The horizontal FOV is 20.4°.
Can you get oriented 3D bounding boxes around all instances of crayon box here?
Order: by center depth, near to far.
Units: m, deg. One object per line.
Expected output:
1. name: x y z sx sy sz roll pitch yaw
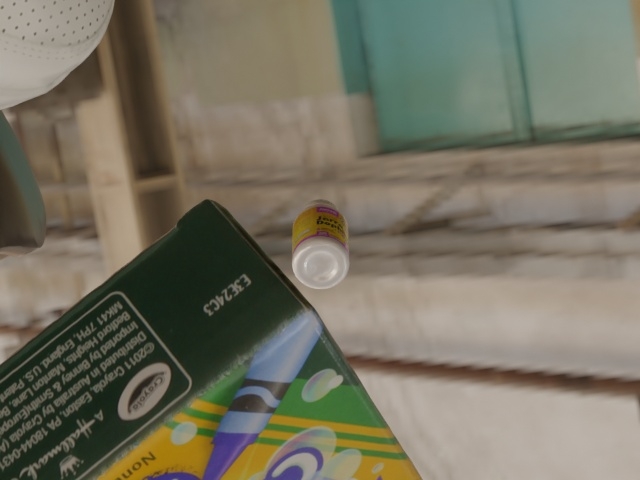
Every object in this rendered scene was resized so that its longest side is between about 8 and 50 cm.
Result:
1. crayon box: -0.052 0.147 0.824 0.203 0.323 0.083 -39 -125 -5

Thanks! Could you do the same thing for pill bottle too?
1. pill bottle: 0.000 0.000 1.356 0.043 0.043 0.083 -9 -153 4

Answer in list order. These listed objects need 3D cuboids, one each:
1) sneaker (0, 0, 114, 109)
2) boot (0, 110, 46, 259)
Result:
1. sneaker: -0.085 -0.138 0.375 0.169 0.292 0.108 -6 -129 27
2. boot: -0.210 -0.012 0.861 0.115 0.112 0.305 -27 -167 9
